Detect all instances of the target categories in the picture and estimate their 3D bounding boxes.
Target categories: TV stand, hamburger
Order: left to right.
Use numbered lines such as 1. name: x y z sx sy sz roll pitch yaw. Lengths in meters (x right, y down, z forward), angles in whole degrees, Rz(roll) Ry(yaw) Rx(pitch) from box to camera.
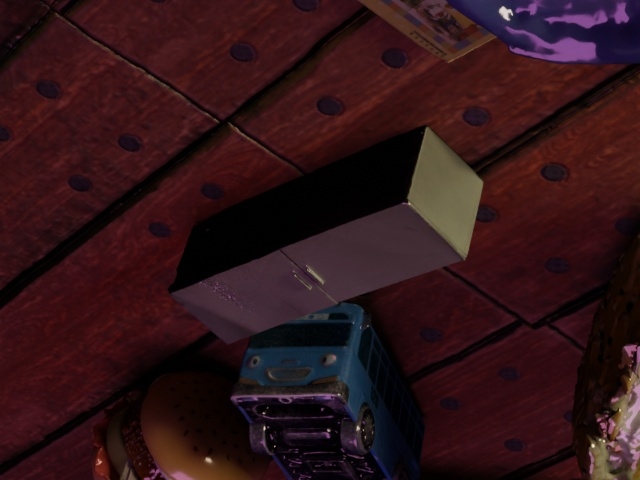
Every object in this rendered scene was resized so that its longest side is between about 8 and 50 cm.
1. hamburger: -0.128 0.201 1.798 0.175 0.175 0.137 30 127 -18
2. TV stand: 0.000 0.000 1.551 0.269 0.088 0.083 -23 129 38
3. hamburger: 0.307 0.079 1.479 0.168 0.192 0.288 14 117 -7

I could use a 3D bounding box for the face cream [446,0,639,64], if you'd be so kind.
1. face cream: 0.171 -0.254 1.061 0.249 0.225 0.249 10 141 8

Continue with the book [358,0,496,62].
1. book: 0.085 -0.206 1.302 0.168 0.013 0.192 33 146 -22

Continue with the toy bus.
1. toy bus: 0.012 0.155 1.704 0.116 0.133 0.234 -2 145 21
